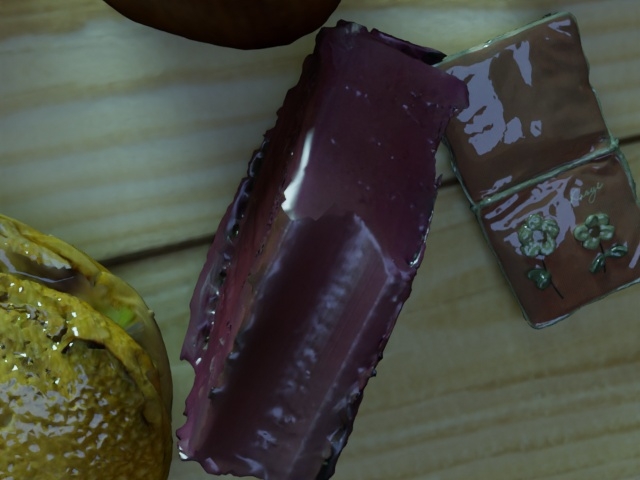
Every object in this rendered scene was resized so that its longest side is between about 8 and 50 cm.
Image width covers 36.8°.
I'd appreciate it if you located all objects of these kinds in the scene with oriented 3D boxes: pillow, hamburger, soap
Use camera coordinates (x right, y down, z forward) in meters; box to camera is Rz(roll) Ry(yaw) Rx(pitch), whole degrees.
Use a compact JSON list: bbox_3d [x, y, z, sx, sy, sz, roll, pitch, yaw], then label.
[{"bbox_3d":[0.170,-0.051,0.736,0.126,0.043,0.233,-28,108,-2],"label":"pillow"},{"bbox_3d":[-0.246,0.127,0.633,0.289,0.170,0.314,20,101,-19],"label":"hamburger"},{"bbox_3d":[0.000,0.000,0.644,0.112,0.182,0.289,20,105,-17],"label":"soap"}]

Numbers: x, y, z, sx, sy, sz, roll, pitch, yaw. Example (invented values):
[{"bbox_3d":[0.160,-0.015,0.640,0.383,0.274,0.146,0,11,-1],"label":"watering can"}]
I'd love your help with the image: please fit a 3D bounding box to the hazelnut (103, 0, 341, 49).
[{"bbox_3d":[-0.068,-0.219,0.560,0.186,0.210,0.210,-40,116,-43],"label":"hazelnut"}]
